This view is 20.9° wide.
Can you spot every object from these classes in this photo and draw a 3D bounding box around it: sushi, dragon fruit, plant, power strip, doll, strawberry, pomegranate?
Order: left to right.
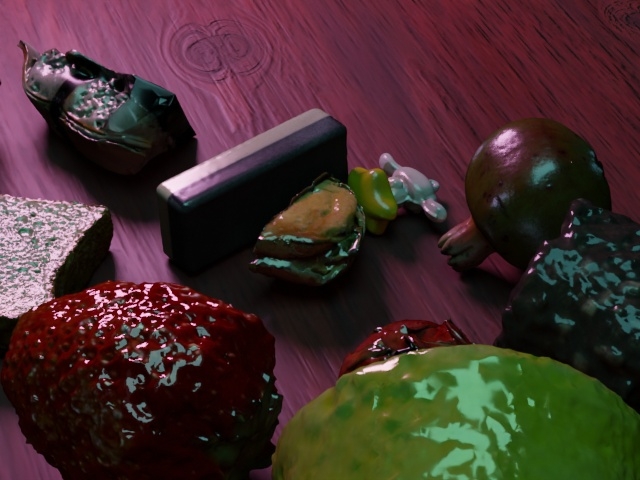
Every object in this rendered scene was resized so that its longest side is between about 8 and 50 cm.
[{"bbox_3d":[-0.299,-0.165,2.177,0.273,0.134,0.109,25,74,20],"label":"sushi"},{"bbox_3d":[-0.180,0.149,1.687,0.277,0.257,0.257,24,46,12],"label":"strawberry"},{"bbox_3d":[-0.073,-0.063,2.042,0.256,0.105,0.070,-27,46,-28],"label":"power strip"},{"bbox_3d":[0.089,-0.065,2.073,0.113,0.071,0.135,2,35,-7],"label":"doll"},{"bbox_3d":[0.100,0.161,1.708,0.172,0.209,0.172,-21,37,16],"label":"dragon fruit"},{"bbox_3d":[0.226,-0.036,1.965,0.209,0.180,0.180,-31,37,18],"label":"pomegranate"},{"bbox_3d":[0.339,0.116,1.727,0.312,0.215,0.213,26,51,17],"label":"plant"}]

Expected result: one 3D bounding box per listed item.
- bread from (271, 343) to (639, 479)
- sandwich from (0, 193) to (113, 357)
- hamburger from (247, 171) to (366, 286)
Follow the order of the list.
[{"bbox_3d":[0.120,0.290,1.458,0.348,0.348,0.308,1,52,4],"label":"bread"},{"bbox_3d":[-0.345,0.037,1.968,0.186,0.065,0.215,8,41,12],"label":"sandwich"},{"bbox_3d":[0.003,0.005,1.982,0.102,0.087,0.176,30,42,18],"label":"hamburger"}]
